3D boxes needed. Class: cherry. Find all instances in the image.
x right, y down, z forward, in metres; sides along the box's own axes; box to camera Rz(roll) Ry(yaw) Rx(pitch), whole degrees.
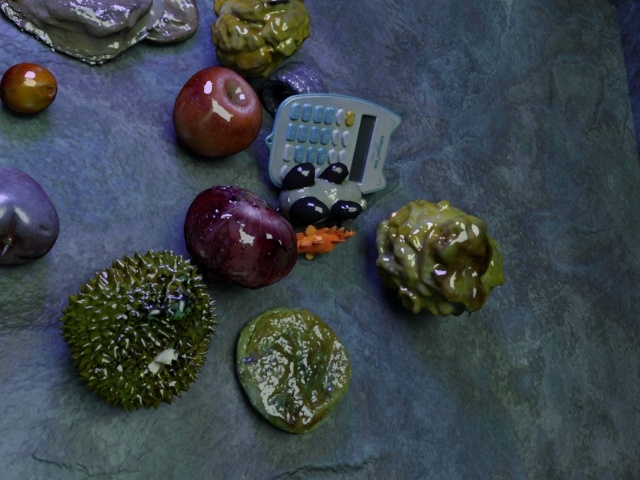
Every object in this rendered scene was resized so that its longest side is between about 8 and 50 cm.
[{"bbox_3d":[-0.540,-0.039,0.971,0.176,0.140,0.176,25,35,-19],"label":"cherry"}]

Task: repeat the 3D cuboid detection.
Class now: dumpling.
[{"bbox_3d":[-0.484,-0.463,1.195,0.332,0.086,0.166,-8,86,-24],"label":"dumpling"}]

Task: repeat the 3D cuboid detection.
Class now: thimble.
[{"bbox_3d":[-0.067,-0.369,1.439,0.150,0.150,0.098,48,55,-10],"label":"thimble"}]

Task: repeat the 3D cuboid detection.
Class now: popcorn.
[{"bbox_3d":[0.287,0.048,1.448,0.312,0.312,0.312,14,64,-31],"label":"popcorn"},{"bbox_3d":[-0.148,-0.526,1.409,0.252,0.215,0.286,24,44,18],"label":"popcorn"}]

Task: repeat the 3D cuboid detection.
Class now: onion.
[{"bbox_3d":[-0.175,0.005,1.184,0.252,0.219,0.252,28,24,-14],"label":"onion"}]

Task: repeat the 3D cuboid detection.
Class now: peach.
[{"bbox_3d":[-0.556,-0.289,1.084,0.100,0.100,0.101,14,64,-31],"label":"peach"}]

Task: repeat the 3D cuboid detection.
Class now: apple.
[{"bbox_3d":[-0.233,-0.281,1.281,0.201,0.162,0.201,26,49,-33],"label":"apple"}]

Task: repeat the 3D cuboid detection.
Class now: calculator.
[{"bbox_3d":[0.027,-0.236,1.432,0.386,0.054,0.256,-2,112,-37],"label":"calculator"}]

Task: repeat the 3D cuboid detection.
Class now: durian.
[{"bbox_3d":[-0.320,0.148,1.009,0.291,0.224,0.291,-20,120,-39],"label":"durian"}]

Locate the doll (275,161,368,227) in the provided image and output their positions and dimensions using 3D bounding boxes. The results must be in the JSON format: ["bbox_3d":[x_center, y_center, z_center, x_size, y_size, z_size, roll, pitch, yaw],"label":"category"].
[{"bbox_3d":[0.008,-0.102,1.375,0.234,0.135,0.144,-6,73,-29],"label":"doll"}]

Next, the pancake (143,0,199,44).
[{"bbox_3d":[-0.424,-0.588,1.337,0.294,0.049,0.294,14,66,-34],"label":"pancake"}]

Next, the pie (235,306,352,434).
[{"bbox_3d":[-0.052,0.270,1.230,0.277,0.078,0.277,16,61,-32],"label":"pie"}]

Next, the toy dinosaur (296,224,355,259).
[{"bbox_3d":[0.000,0.000,1.354,0.288,0.117,0.070,-12,78,-36],"label":"toy dinosaur"}]
